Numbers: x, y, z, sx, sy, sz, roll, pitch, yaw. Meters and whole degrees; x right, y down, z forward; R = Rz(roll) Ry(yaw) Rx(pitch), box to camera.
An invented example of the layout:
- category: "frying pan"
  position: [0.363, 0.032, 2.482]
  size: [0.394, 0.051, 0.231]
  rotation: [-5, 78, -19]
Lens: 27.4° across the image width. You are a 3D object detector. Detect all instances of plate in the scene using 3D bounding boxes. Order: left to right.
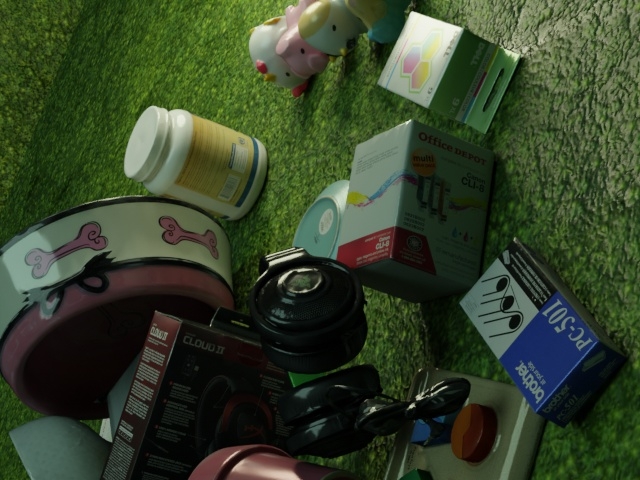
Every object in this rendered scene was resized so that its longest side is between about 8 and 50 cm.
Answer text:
- category: "plate"
  position: [0.000, 0.000, 1.857]
  size: [0.188, 0.024, 0.188]
  rotation: [-43, 37, 44]

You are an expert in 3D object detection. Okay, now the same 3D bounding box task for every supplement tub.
- category: "supplement tub"
  position: [-0.202, -0.127, 2.123]
  size: [0.144, 0.200, 0.144]
  rotation: [-41, 39, 44]

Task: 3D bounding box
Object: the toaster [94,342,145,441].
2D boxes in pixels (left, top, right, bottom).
- category: "toaster"
  position: [-0.216, 0.241, 1.936]
  size: [0.185, 0.168, 0.110]
  rotation: [-50, 34, 32]

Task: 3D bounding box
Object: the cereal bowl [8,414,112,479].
- category: "cereal bowl"
  position: [-0.328, 0.403, 1.952]
  size: [0.141, 0.339, 0.339]
  rotation: [-28, 23, -15]

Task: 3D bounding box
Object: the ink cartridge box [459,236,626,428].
- category: "ink cartridge box"
  position: [0.223, 0.090, 1.341]
  size: [0.097, 0.046, 0.207]
  rotation: [-52, 31, 14]

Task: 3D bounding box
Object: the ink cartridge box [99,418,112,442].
- category: "ink cartridge box"
  position: [-0.328, 0.329, 2.212]
  size: [0.122, 0.052, 0.088]
  rotation: [-18, 57, 56]

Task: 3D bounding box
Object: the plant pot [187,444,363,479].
- category: "plant pot"
  position: [-0.038, 0.338, 1.535]
  size: [0.180, 0.201, 0.201]
  rotation: [-12, 60, 42]

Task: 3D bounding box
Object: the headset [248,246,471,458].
- category: "headset"
  position: [0.029, 0.136, 1.497]
  size: [0.394, 0.185, 0.243]
  rotation: [-136, 30, -72]

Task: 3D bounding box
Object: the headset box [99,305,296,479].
- category: "headset box"
  position: [-0.145, 0.238, 1.750]
  size: [0.110, 0.218, 0.293]
  rotation: [11, 83, 63]

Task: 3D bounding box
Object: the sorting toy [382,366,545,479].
- category: "sorting toy"
  position: [0.123, 0.293, 1.408]
  size: [0.229, 0.041, 0.307]
  rotation: [5, 77, 62]

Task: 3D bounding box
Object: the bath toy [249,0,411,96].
- category: "bath toy"
  position: [0.000, -0.305, 1.963]
  size: [0.348, 0.151, 0.129]
  rotation: [-17, 93, 58]

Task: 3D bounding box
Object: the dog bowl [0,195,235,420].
- category: "dog bowl"
  position: [-0.309, 0.120, 1.974]
  size: [0.408, 0.408, 0.150]
  rotation: [-50, 48, 35]

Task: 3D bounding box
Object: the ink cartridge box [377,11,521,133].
- category: "ink cartridge box"
  position: [0.159, -0.216, 1.664]
  size: [0.109, 0.062, 0.209]
  rotation: [-65, 28, 8]

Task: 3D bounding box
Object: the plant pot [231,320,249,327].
- category: "plant pot"
  position: [-0.118, 0.140, 1.919]
  size: [0.083, 0.079, 0.083]
  rotation: [-42, 37, 43]

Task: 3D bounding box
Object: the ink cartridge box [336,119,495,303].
- category: "ink cartridge box"
  position: [0.112, -0.032, 1.554]
  size: [0.127, 0.128, 0.176]
  rotation: [-22, 54, 57]
